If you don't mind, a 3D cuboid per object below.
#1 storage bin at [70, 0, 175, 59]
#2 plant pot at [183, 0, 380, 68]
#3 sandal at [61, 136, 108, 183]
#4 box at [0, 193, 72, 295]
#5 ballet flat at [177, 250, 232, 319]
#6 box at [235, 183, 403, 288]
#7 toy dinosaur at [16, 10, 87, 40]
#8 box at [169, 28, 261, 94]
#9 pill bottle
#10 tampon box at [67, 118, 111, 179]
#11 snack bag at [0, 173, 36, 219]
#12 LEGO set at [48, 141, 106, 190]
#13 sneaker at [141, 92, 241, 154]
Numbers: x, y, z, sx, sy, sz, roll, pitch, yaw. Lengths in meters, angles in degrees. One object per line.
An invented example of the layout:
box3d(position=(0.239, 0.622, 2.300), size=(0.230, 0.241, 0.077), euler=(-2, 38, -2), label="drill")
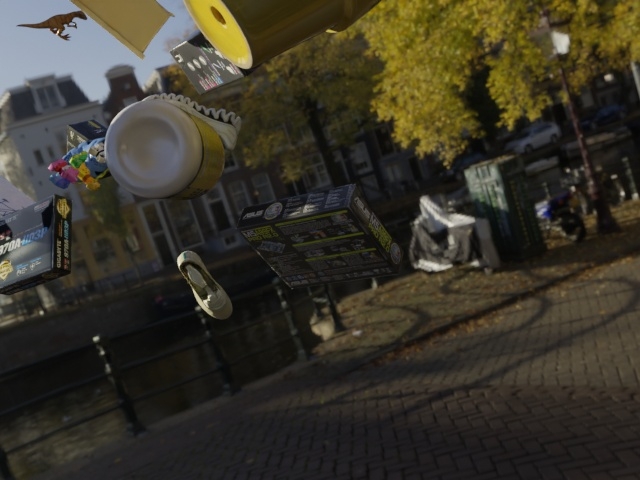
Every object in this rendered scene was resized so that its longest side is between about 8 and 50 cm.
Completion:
box3d(position=(-0.479, -0.550, 1.539), size=(0.123, 0.262, 0.260), euler=(-51, 27, 4), label="storage bin")
box3d(position=(-0.067, -0.391, 1.017), size=(0.239, 0.254, 0.254), euler=(-42, 12, -14), label="plant pot")
box3d(position=(-0.654, -0.272, 2.081), size=(0.317, 0.126, 0.138), euler=(-25, -4, 2), label="sandal")
box3d(position=(-0.643, 0.013, 1.530), size=(0.220, 0.175, 0.051), euler=(-17, -22, 29), label="box")
box3d(position=(-0.339, 0.142, 2.028), size=(0.086, 0.248, 0.086), euler=(-30, 19, 12), label="ballet flat")
box3d(position=(0.000, 0.000, 1.380), size=(0.270, 0.216, 0.060), euler=(-11, 46, 33), label="box")
box3d(position=(-0.853, -0.693, 2.198), size=(0.211, 0.064, 0.112), euler=(-20, -24, -12), label="toy dinosaur")
box3d(position=(-0.231, -0.483, 1.707), size=(0.165, 0.143, 0.270), euler=(-46, 23, -24), label="box")
box3d(position=(-0.306, -0.179, 1.446), size=(0.187, 0.188, 0.334), euler=(-18, 1, 5), label="pill bottle")
box3d(position=(-0.751, -0.294, 2.251), size=(0.120, 0.161, 0.101), euler=(33, 37, 25), label="tampon box")
box3d(position=(-0.898, -0.107, 1.757), size=(0.323, 0.037, 0.342), euler=(30, 23, 31), label="snack bag")
box3d(position=(-0.647, -0.181, 1.879), size=(0.087, 0.093, 0.227), euler=(-47, 3, 29), label="LEGO set")
box3d(position=(-0.366, -0.325, 1.924), size=(0.292, 0.118, 0.110), euler=(13, -23, -18), label="sneaker")
